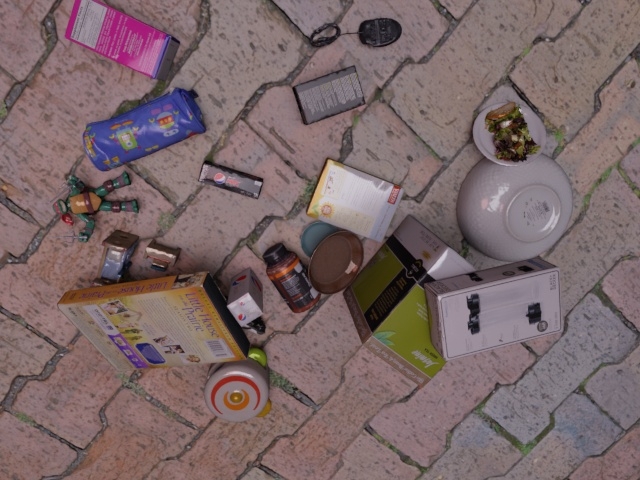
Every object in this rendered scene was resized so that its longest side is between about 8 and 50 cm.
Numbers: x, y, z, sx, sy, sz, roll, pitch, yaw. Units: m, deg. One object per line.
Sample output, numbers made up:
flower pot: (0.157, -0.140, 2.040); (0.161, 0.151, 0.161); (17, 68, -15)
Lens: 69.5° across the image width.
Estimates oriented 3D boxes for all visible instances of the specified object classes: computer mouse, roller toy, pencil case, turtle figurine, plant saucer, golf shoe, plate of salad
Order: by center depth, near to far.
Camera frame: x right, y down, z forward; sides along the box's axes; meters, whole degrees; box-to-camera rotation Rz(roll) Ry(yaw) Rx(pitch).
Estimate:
pencil case: (-0.446, -0.285, 1.173); (0.305, 0.119, 0.133); (-22, 123, 1)
computer mouse: (0.091, -0.535, 1.205); (0.241, 0.041, 0.071); (-3, 98, 2)
turtle figurine: (-0.612, -0.099, 1.213); (0.233, 0.118, 0.176); (-18, 123, -17)
plate of salad: (0.521, -0.298, 1.266); (0.199, 0.048, 0.200); (-1, 72, 2)
plant saucer: (0.039, 0.061, 1.336); (0.198, 0.036, 0.199); (-15, 118, -31)
plant saucer: (0.000, 0.000, 1.355); (0.119, 0.021, 0.120); (-2, 107, -5)
golf shoe: (-0.258, 0.236, 1.377); (0.198, 0.077, 0.094); (31, 112, -7)
roller toy: (-0.249, 0.439, 1.392); (0.190, 0.146, 0.210); (-6, 107, -4)

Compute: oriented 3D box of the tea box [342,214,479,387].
tea box: (0.259, 0.148, 1.265); (0.220, 0.329, 0.324); (38, 100, -15)

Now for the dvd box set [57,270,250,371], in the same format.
dvd box set: (-0.437, 0.230, 1.247); (0.419, 0.062, 0.308); (-9, 130, 14)

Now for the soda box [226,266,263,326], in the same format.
soda box: (-0.205, 0.150, 1.275); (0.069, 0.216, 0.074); (-32, 107, 1)

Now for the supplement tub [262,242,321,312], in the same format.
supplement tub: (-0.087, 0.106, 1.333); (0.106, 0.106, 0.198); (-31, 108, 3)

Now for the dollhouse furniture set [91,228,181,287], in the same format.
dollhouse furniture set: (-0.501, 0.070, 1.266); (0.183, 0.129, 0.130); (18, 104, -11)

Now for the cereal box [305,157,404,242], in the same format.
cereal box: (0.098, -0.114, 1.318); (0.239, 0.047, 0.173); (20, 103, -12)

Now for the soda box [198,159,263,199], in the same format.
soda box: (-0.243, -0.166, 1.261); (0.168, 0.060, 0.053); (17, 105, -11)

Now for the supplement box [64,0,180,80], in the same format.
supplement box: (-0.474, -0.487, 1.116); (0.219, 0.111, 0.114); (24, 103, -11)

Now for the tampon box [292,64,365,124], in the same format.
tampon box: (0.020, -0.374, 1.196); (0.160, 0.120, 0.102); (-19, 107, 0)

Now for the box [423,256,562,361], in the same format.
box: (0.396, 0.154, 1.065); (0.289, 0.087, 0.169); (-14, 107, -5)

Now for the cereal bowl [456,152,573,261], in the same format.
cereal bowl: (0.575, -0.091, 1.328); (0.338, 0.141, 0.340); (-1, 106, -5)
